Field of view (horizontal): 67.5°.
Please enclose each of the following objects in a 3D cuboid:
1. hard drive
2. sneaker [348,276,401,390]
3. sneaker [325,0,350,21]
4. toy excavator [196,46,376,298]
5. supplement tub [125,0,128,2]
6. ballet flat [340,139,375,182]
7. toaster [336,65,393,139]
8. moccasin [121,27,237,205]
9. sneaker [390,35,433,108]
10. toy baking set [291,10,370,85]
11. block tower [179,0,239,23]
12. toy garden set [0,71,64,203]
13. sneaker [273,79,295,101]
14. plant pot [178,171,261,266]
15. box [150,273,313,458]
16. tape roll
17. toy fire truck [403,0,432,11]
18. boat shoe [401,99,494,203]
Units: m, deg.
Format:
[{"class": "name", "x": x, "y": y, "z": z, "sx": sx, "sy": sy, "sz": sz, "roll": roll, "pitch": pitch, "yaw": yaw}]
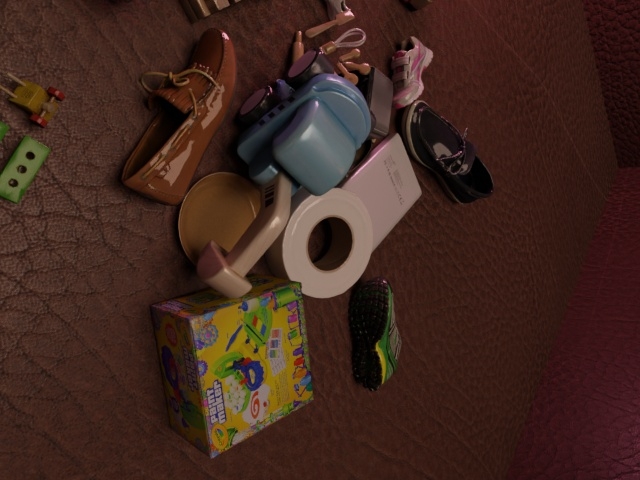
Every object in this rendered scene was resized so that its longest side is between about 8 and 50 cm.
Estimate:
[{"class": "hard drive", "x": 0.172, "y": -0.135, "z": 1.455, "sx": 0.353, "sy": 0.047, "sz": 0.233, "roll": -46, "pitch": 123, "yaw": -32}, {"class": "sneaker", "x": 0.174, "y": 0.269, "z": 1.451, "sx": 0.146, "sy": 0.134, "sz": 0.343, "roll": -18, "pitch": 115, "yaw": -49}, {"class": "sneaker", "x": 0.031, "y": -0.653, "z": 1.268, "sx": 0.152, "sy": 0.061, "sz": 0.053, "roll": 51, "pitch": 61, "yaw": -32}, {"class": "toy excavator", "x": -0.078, "y": -0.141, "z": 1.021, "sx": 0.222, "sy": 0.433, "sz": 0.445, "roll": 43, "pitch": 25, "yaw": -34}, {"class": "supplement tub", "x": -0.347, "y": -0.599, "z": 0.785, "sx": 0.235, "sy": 0.235, "sz": 0.325, "roll": -53, "pitch": 126, "yaw": -28}, {"class": "ballet flat", "x": 0.100, "y": -0.248, "z": 1.368, "sx": 0.250, "sy": 0.058, "sz": 0.084, "roll": -49, "pitch": 125, "yaw": -30}, {"class": "toaster", "x": 0.095, "y": -0.352, "z": 1.278, "sx": 0.110, "sy": 0.168, "sz": 0.185, "roll": 9, "pitch": 86, "yaw": -46}, {"class": "moccasin", "x": -0.283, "y": -0.262, "z": 0.957, "sx": 0.147, "sy": 0.139, "sz": 0.380, "roll": 34, "pitch": 79, "yaw": -50}, {"class": "sneaker", "x": 0.259, "y": -0.522, "z": 1.481, "sx": 0.111, "sy": 0.103, "sz": 0.252, "roll": 34, "pitch": 64, "yaw": -36}, {"class": "toy baking set", "x": 0.022, "y": -0.471, "z": 1.208, "sx": 0.197, "sy": 0.030, "sz": 0.256, "roll": -2, "pitch": 69, "yaw": -4}, {"class": "block tower", "x": -0.162, "y": -0.592, "z": 1.066, "sx": 0.335, "sy": 0.091, "sz": 0.097, "roll": -45, "pitch": 123, "yaw": -31}, {"class": "toy garden set", "x": -0.553, "y": -0.205, "z": 0.752, "sx": 0.244, "sy": 0.049, "sz": 0.203, "roll": 35, "pitch": 71, "yaw": -39}, {"class": "sneaker", "x": -0.049, "y": -0.361, "z": 1.205, "sx": 0.162, "sy": 0.073, "sz": 0.063, "roll": 16, "pitch": 82, "yaw": -43}, {"class": "plant pot", "x": -0.222, "y": -0.037, "z": 1.094, "sx": 0.236, "sy": 0.032, "sz": 0.236, "roll": -5, "pitch": 98, "yaw": -43}, {"class": "box", "x": -0.185, "y": 0.252, "z": 1.051, "sx": 0.279, "sy": 0.177, "sz": 0.289, "roll": -15, "pitch": 104, "yaw": -43}, {"class": "tape roll", "x": 0.000, "y": 0.000, "z": 1.231, "sx": 0.286, "sy": 0.100, "sz": 0.286, "roll": -8, "pitch": 104, "yaw": -34}, {"class": "toy fire truck", "x": 0.289, "y": -0.871, "z": 1.452, "sx": 0.246, "sy": 0.158, "sz": 0.217, "roll": 28, "pitch": 74, "yaw": -30}, {"class": "boat shoe", "x": 0.445, "y": -0.296, "z": 1.633, "sx": 0.500, "sy": 0.156, "sz": 0.186, "roll": 40, "pitch": 68, "yaw": -37}]
